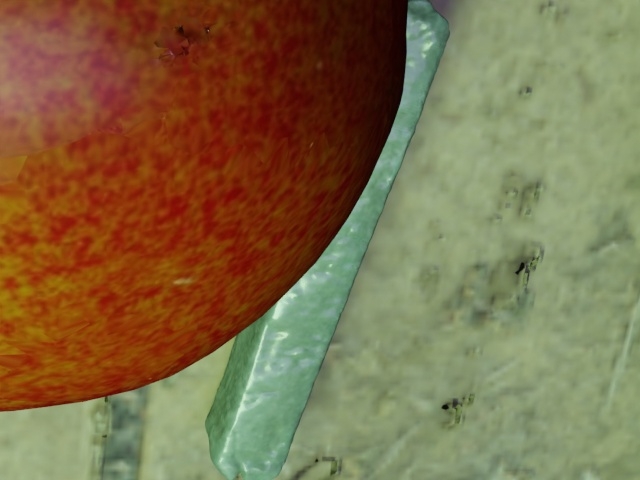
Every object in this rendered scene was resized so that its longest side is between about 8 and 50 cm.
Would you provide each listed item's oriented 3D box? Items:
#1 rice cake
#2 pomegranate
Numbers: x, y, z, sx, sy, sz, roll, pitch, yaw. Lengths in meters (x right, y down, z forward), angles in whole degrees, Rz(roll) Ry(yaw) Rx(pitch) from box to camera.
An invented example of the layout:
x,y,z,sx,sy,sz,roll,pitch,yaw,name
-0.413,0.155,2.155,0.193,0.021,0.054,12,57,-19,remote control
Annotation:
x,y,z,sx,sy,sz,roll,pitch,yaw,name
0.000,0.000,0.535,0.029,0.033,0.171,14,109,-16,rice cake
-0.093,-0.058,0.385,0.235,0.210,0.210,-16,118,-27,pomegranate
